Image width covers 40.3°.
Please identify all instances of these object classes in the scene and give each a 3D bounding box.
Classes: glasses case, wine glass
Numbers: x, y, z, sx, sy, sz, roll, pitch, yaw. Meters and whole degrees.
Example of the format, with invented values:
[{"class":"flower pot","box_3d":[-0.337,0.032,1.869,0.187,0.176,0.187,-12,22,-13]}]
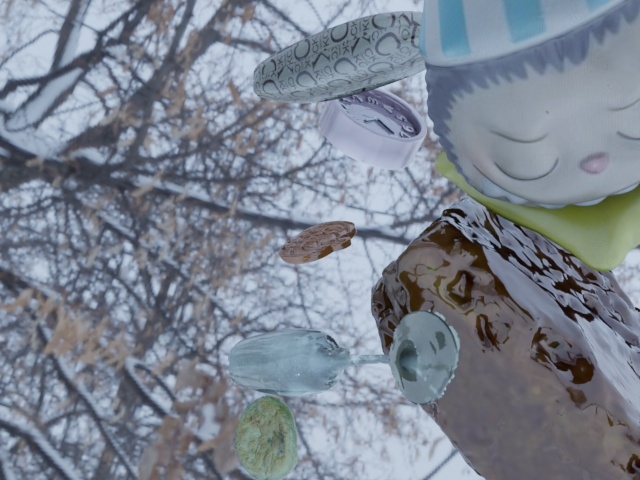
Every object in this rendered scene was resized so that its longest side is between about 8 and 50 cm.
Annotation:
[{"class":"glasses case","box_3d":[0.039,-0.262,1.277,0.137,0.085,0.355,0,-5,-40]},{"class":"wine glass","box_3d":[0.002,0.104,0.755,0.074,0.074,0.262,32,-25,-29]}]

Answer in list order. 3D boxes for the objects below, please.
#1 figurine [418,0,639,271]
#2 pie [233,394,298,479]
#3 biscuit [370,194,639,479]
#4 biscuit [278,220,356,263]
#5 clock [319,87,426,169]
[{"class":"figurine","box_3d":[0.248,-0.224,0.767,0.266,0.361,0.377,22,-34,33]},{"class":"pie","box_3d":[-0.051,0.191,0.843,0.084,0.084,0.021,-15,-14,38]},{"class":"biscuit","box_3d":[0.232,0.105,0.957,0.166,0.395,0.342,-44,-97,25]},{"class":"biscuit","box_3d":[0.000,0.000,0.946,0.078,0.091,0.015,2,-62,42]},{"class":"clock","box_3d":[0.099,-0.219,1.651,0.197,0.197,0.068,19,-55,-10]}]
